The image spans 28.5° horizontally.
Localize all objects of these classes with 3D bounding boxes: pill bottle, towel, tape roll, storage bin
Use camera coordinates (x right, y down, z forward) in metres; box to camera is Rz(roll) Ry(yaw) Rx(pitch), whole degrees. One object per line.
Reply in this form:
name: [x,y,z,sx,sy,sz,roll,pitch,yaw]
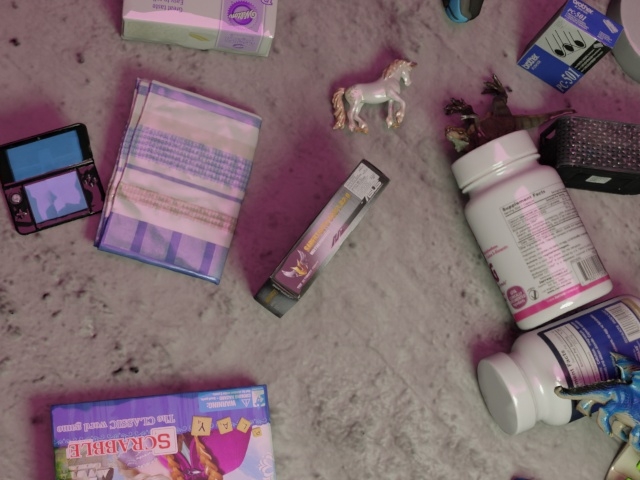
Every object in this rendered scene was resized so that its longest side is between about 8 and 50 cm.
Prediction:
pill bottle: [0.321,-0.017,1.957,0.160,0.160,0.283,-23,82,-14]
pill bottle: [0.384,0.193,1.926,0.264,0.153,0.153,-19,82,-13]
towel: [-0.217,-0.093,1.939,0.209,0.034,0.285,16,77,-14]
tape roll: [0.596,-0.364,2.129,0.219,0.072,0.219,2,78,-9]
storage bin: [0.451,-0.134,2.026,0.180,0.122,0.084,6,77,-9]

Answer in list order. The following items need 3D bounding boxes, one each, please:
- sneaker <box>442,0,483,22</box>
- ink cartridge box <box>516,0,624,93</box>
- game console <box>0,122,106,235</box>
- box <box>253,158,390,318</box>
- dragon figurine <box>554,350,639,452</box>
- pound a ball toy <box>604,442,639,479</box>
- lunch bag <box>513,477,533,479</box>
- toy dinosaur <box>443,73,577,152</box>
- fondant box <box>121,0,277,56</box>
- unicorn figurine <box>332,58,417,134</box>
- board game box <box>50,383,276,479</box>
sneaker: [0.292,-0.511,2.081,0.139,0.125,0.341,17,77,-11]
ink cartridge box: [0.394,-0.309,2.010,0.097,0.207,0.046,32,74,-2]
game console: [-0.401,-0.090,1.882,0.144,0.085,0.124,-18,81,-13]
box: [0.000,0.000,1.885,0.056,0.183,0.231,39,75,-1]
dragon figurine: [0.450,0.215,1.824,0.289,0.085,0.144,31,94,-27]
pound a ball toy: [0.625,0.380,1.920,0.319,0.136,0.208,29,110,-3]
lunch bag: [0.318,0.409,1.909,0.065,0.067,0.098,34,76,-18]
toy dinosaur: [0.278,-0.202,2.032,0.268,0.064,0.118,-19,54,-31]
fondant box: [-0.181,-0.472,2.002,0.238,0.096,0.330,6,78,-9]
unicorn figurine: [0.096,-0.231,2.016,0.162,0.060,0.111,-8,80,-12]
board game box: [-0.219,0.381,1.820,0.318,0.066,0.318,-5,79,-11]
